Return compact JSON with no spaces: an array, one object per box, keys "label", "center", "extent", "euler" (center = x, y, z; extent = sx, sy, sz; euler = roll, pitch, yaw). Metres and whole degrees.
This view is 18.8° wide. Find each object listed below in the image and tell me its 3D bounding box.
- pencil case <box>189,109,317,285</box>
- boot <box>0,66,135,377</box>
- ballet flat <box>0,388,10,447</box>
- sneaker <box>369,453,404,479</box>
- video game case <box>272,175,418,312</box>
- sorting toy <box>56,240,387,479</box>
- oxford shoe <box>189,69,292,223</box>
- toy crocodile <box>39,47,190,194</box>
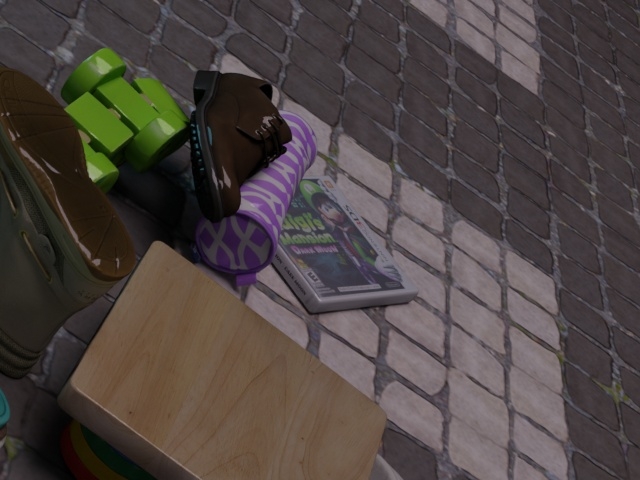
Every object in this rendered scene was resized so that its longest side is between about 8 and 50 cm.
[{"label":"pencil case","center":[-0.059,-0.046,1.900],"extent":[0.088,0.086,0.206],"euler":[64,28,-29]},{"label":"boot","center":[-0.247,-0.015,1.536],"extent":[0.077,0.165,0.213],"euler":[-5,58,-49]},{"label":"ballet flat","center":[-0.389,0.027,1.325],"extent":[0.400,0.139,0.139],"euler":[46,26,-6]},{"label":"sneaker","center":[0.085,0.277,1.656],"extent":[0.094,0.080,0.212],"euler":[40,21,-49]},{"label":"video game case","center":[0.000,0.000,2.011],"extent":[0.173,0.022,0.190],"euler":[52,28,21]},{"label":"sorting toy","center":[-0.089,0.157,1.574],"extent":[0.255,0.089,0.257],"euler":[38,27,-7]},{"label":"oxford shoe","center":[-0.076,-0.097,1.828],"extent":[0.096,0.082,0.227],"euler":[0,37,2]},{"label":"toy crocodile","center":[-0.223,-0.086,1.771],"extent":[0.115,0.105,0.340],"euler":[44,31,5]}]
